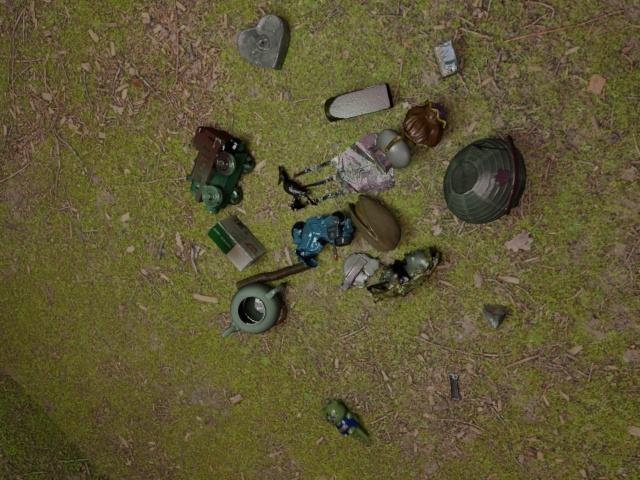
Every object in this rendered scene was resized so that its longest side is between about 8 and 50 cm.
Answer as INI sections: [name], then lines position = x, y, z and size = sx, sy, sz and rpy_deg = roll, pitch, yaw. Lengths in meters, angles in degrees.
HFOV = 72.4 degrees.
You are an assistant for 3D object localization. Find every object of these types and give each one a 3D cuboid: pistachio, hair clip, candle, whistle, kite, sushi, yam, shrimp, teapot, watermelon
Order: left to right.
[teapot]
position = -0.248, 0.259, 1.661
size = 0.294, 0.129, 0.193
rpy_deg = -41, 86, 4
[shrimp]
position = -0.224, 0.270, 1.750
size = 0.188, 0.051, 0.132
rpy_deg = 11, 90, 9
[candle]
position = -0.183, -0.659, 1.484
size = 0.192, 0.068, 0.168
rpy_deg = -24, 97, 25
[yam]
position = -0.182, 0.134, 1.699
size = 0.327, 0.045, 0.045
rpy_deg = -19, 71, 20
[kite]
position = 0.080, -0.226, 1.536
size = 0.361, 0.022, 0.204
rpy_deg = -19, 99, 21
[whistle]
position = 0.098, 0.724, 1.736
size = 0.227, 0.085, 0.105
rpy_deg = 42, 121, 3
[hair clip]
position = 0.132, 0.110, 1.591
size = 0.116, 0.049, 0.172
rpy_deg = 34, 109, 2
[pistachio]
position = 0.185, -0.059, 1.480
size = 0.126, 0.152, 0.223
rpy_deg = -44, 69, 26
[sushi]
position = 0.285, 0.120, 1.499
size = 0.291, 0.139, 0.131
rpy_deg = -30, 86, 23
[watermelon]
position = 0.593, 0.262, 1.474
size = 0.085, 0.061, 0.085
rpy_deg = 1, 94, 17

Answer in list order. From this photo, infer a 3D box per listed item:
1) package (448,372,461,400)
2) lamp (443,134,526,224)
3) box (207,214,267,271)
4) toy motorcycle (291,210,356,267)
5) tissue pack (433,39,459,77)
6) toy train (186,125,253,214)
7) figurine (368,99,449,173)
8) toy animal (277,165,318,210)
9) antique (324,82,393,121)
[package]
position = 0.492, 0.536, 1.600
size = 0.037, 0.015, 0.110
rpy_deg = -5, 103, 18
[lamp]
position = 0.494, -0.180, 1.312
size = 0.233, 0.233, 0.265
rpy_deg = 6, 99, 16
[box]
position = -0.313, 0.008, 1.658
size = 0.199, 0.135, 0.081
rpy_deg = 46, 113, 3
[toy motorcycle]
position = 0.000, 0.000, 1.554
size = 0.272, 0.124, 0.182
rpy_deg = -14, 78, 38
[tissue pack]
position = 0.383, -0.547, 1.329
size = 0.059, 0.074, 0.094
rpy_deg = -17, 101, 18
[toy train]
position = -0.390, -0.258, 1.620
size = 0.221, 0.150, 0.304
rpy_deg = 34, 113, 18
[figurine]
position = 0.283, -0.326, 1.361
size = 0.263, 0.189, 0.142
rpy_deg = -36, 89, 8
[toy animal]
position = -0.098, -0.184, 1.579
size = 0.105, 0.070, 0.202
rpy_deg = -38, 81, 29
[antique]
position = 0.121, -0.447, 1.434
size = 0.221, 0.080, 0.081
rpy_deg = -10, 102, 19
